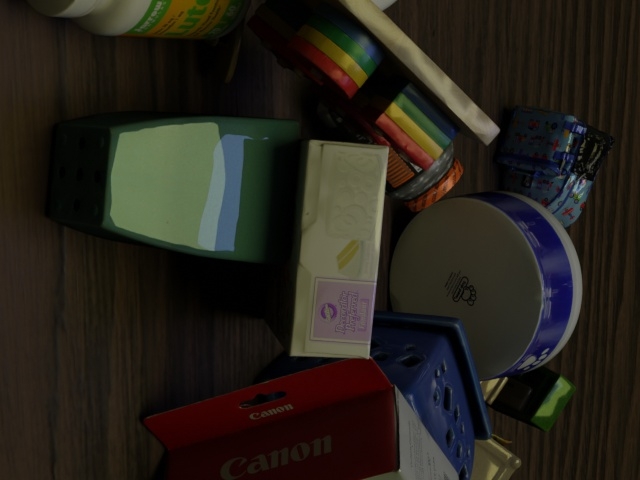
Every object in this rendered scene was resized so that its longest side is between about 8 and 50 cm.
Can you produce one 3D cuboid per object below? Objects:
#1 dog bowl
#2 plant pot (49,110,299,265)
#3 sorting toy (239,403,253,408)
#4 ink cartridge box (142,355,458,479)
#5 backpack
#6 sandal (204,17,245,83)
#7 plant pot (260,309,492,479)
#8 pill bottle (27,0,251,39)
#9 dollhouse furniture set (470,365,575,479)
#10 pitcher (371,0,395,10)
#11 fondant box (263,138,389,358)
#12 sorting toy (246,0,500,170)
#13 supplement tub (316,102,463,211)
[{"bbox_3d":[0.229,0.064,2.113,0.104,0.265,0.265,-7,102,-50],"label":"dog bowl"},{"bbox_3d":[-0.170,-0.064,1.654,0.234,0.165,0.165,3,94,-44],"label":"plant pot"},{"bbox_3d":[-0.080,0.249,1.909,0.102,0.042,0.061,30,90,-38],"label":"sorting toy"},{"bbox_3d":[-0.024,0.293,1.772,0.130,0.309,0.272,-90,155,-44],"label":"ink cartridge box"},{"bbox_3d":[0.351,-0.111,2.345,0.117,0.158,0.173,19,93,-44],"label":"backpack"},{"bbox_3d":[-0.126,-0.308,1.750,0.079,0.088,0.240,9,99,-20],"label":"sandal"},{"bbox_3d":[0.091,0.221,1.993,0.212,0.236,0.236,-49,131,-44],"label":"plant pot"},{"bbox_3d":[-0.196,-0.284,1.595,0.245,0.136,0.136,-8,102,-52],"label":"pill bottle"},{"bbox_3d":[0.213,0.278,2.299,0.197,0.151,0.301,38,83,-27],"label":"dollhouse furniture set"},{"bbox_3d":[0.021,-0.351,1.899,0.207,0.125,0.178,-48,117,-22],"label":"pitcher"},{"bbox_3d":[0.000,0.000,1.778,0.330,0.096,0.238,-145,-120,-83],"label":"fondant box"},{"bbox_3d":[0.035,-0.193,1.664,0.255,0.257,0.089,41,88,-29],"label":"sorting toy"},{"bbox_3d":[0.094,-0.137,1.970,0.190,0.117,0.117,49,55,-15],"label":"supplement tub"}]
